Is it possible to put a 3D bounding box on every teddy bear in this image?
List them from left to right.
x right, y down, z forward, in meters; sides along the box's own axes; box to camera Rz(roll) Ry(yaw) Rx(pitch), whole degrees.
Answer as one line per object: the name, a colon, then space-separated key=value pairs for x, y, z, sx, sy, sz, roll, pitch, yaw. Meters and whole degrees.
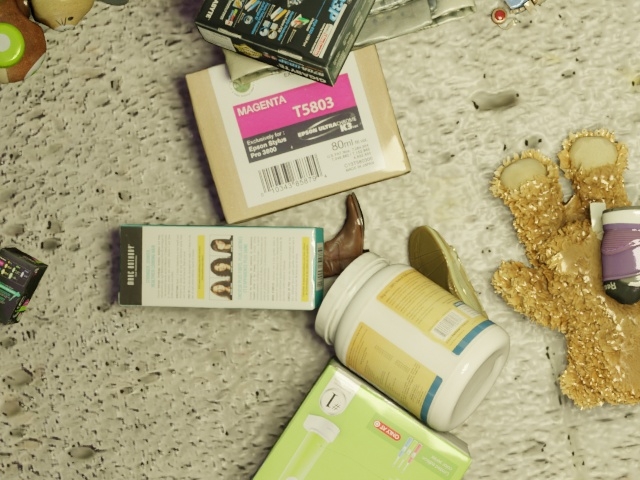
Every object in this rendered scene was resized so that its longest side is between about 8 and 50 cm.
teddy bear: x=0.328 y=0.032 z=1.834 sx=0.245 sy=0.113 sz=0.338 roll=-35 pitch=84 yaw=-9

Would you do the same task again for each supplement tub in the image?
supplement tub: x=0.108 y=0.117 z=1.799 sx=0.200 sy=0.144 sz=0.144 roll=35 pitch=92 yaw=21

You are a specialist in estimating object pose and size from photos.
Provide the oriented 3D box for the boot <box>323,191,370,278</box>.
boot: x=0.000 y=0.000 z=1.876 sx=0.114 sy=0.037 sz=0.106 roll=-9 pitch=92 yaw=7

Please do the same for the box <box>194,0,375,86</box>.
box: x=-0.020 y=-0.306 z=1.750 sx=0.175 sy=0.051 sz=0.220 roll=21 pitch=77 yaw=18

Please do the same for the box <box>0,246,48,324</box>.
box: x=-0.383 y=0.056 z=1.880 sx=0.052 sy=0.062 sz=0.083 roll=28 pitch=92 yaw=3

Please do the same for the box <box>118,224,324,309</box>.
box: x=-0.121 y=0.031 z=1.852 sx=0.244 sy=0.060 sz=0.100 roll=1 pitch=91 yaw=11

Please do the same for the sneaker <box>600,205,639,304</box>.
sneaker: x=0.463 y=0.032 z=1.750 sx=0.283 sy=0.107 sz=0.124 roll=2 pitch=83 yaw=3

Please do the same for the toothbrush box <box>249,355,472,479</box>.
toothbrush box: x=0.021 y=0.314 z=1.835 sx=0.206 sy=0.122 sz=0.283 roll=33 pitch=91 yaw=1

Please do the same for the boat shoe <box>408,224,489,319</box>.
boat shoe: x=0.160 y=0.050 z=1.866 sx=0.056 sy=0.048 sz=0.153 roll=-34 pitch=83 yaw=38

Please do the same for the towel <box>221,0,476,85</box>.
towel: x=0.004 y=-0.367 z=1.813 sx=0.312 sy=0.056 sz=0.324 roll=-17 pitch=71 yaw=3

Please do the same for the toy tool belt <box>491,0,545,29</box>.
toy tool belt: x=0.243 y=-0.296 z=1.850 sx=0.083 sy=0.051 sz=0.052 roll=-38 pitch=89 yaw=3

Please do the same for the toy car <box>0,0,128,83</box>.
toy car: x=-0.322 y=-0.276 z=1.838 sx=0.188 sy=0.155 sz=0.149 roll=-13 pitch=90 yaw=-10

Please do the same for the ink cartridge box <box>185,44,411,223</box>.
ink cartridge box: x=-0.026 y=-0.141 z=1.848 sx=0.235 sy=0.088 sz=0.193 roll=-17 pitch=91 yaw=4
